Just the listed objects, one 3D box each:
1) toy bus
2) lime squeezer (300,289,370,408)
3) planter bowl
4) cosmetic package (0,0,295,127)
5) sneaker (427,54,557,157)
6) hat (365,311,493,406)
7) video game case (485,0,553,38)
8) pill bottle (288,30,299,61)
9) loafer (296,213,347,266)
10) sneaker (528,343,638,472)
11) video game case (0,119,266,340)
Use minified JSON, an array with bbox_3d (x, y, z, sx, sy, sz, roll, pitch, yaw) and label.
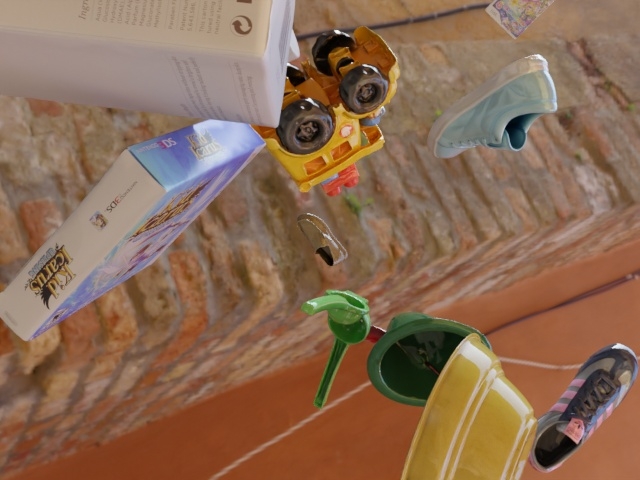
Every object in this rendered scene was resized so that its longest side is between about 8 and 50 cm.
[{"bbox_3d":[0.023,-0.170,1.097,0.211,0.220,0.149,58,2,-43],"label":"toy bus"},{"bbox_3d":[0.015,0.103,0.902,0.059,0.110,0.310,44,-20,22],"label":"lime squeezer"},{"bbox_3d":[0.163,0.211,0.767,0.090,0.217,0.217,18,-54,25],"label":"planter bowl"},{"bbox_3d":[-0.223,-0.226,0.715,0.217,0.385,0.156,103,-5,-83],"label":"cosmetic package"},{"bbox_3d":[0.366,-0.244,1.637,0.366,0.135,0.150,-42,-120,56],"label":"sneaker"},{"bbox_3d":[0.143,0.129,1.142,0.183,0.208,0.173,-91,-168,-56],"label":"hat"},{"bbox_3d":[0.406,-0.479,1.507,0.087,0.011,0.122,41,-62,-8],"label":"video game case"},{"bbox_3d":[-0.145,-0.293,1.195,0.117,0.208,0.117,-21,90,-77],"label":"pill bottle"},{"bbox_3d":[0.000,0.000,1.696,0.148,0.050,0.056,44,-46,-4],"label":"loafer"},{"bbox_3d":[0.541,0.355,1.539,0.112,0.131,0.319,36,-76,7],"label":"sneaker"},{"bbox_3d":[-0.200,-0.026,0.838,0.061,0.269,0.244,46,-67,-1],"label":"video game case"}]
